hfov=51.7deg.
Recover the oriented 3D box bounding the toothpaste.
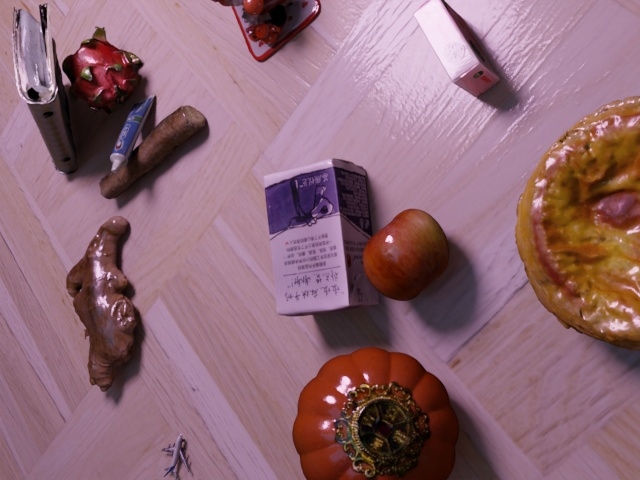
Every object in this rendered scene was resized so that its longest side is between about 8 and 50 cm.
[{"bbox_3d":[-0.363,-0.206,1.263,0.057,0.035,0.197,-13,50,31],"label":"toothpaste"}]

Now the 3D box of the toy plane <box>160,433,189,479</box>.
[{"bbox_3d":[-0.263,0.391,1.202,0.078,0.024,0.084,22,93,34],"label":"toy plane"}]

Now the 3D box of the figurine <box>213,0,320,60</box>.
[{"bbox_3d":[-0.144,-0.429,1.058,0.160,0.226,0.183,-32,70,27],"label":"figurine"}]

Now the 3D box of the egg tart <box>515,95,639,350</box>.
[{"bbox_3d":[0.372,-0.020,0.753,0.294,0.116,0.295,-1,89,34],"label":"egg tart"}]

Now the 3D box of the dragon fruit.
[{"bbox_3d":[-0.442,-0.345,1.317,0.137,0.135,0.236,-45,41,13],"label":"dragon fruit"}]

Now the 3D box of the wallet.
[{"bbox_3d":[-0.536,-0.290,1.302,0.309,0.077,0.223,126,131,-69],"label":"wallet"}]

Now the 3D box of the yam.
[{"bbox_3d":[-0.328,-0.165,1.266,0.274,0.061,0.061,-33,69,29],"label":"yam"}]

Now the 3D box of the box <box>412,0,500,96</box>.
[{"bbox_3d":[0.187,-0.266,0.908,0.043,0.089,0.125,-35,70,26],"label":"box"}]

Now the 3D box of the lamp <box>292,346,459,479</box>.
[{"bbox_3d":[0.073,0.254,0.885,0.223,0.196,0.223,1,73,-2],"label":"lamp"}]

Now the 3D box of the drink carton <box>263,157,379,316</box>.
[{"bbox_3d":[0.001,0.001,1.008,0.134,0.102,0.222,-10,81,31],"label":"drink carton"}]

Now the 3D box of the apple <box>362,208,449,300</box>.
[{"bbox_3d":[0.120,0.021,0.913,0.102,0.126,0.126,47,113,10],"label":"apple"}]

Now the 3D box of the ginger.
[{"bbox_3d":[-0.433,0.127,1.301,0.166,0.080,0.333,-17,81,20],"label":"ginger"}]
